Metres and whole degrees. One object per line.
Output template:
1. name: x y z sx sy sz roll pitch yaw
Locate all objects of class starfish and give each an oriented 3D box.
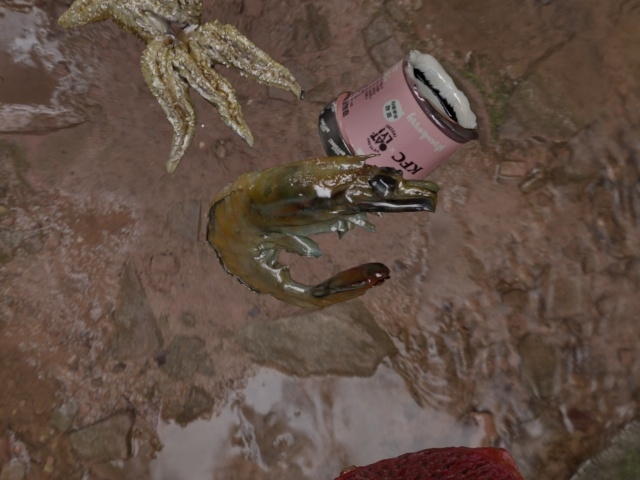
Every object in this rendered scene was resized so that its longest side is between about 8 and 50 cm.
1. starfish: -0.150 -0.248 0.979 0.301 0.084 0.294 -32 89 9

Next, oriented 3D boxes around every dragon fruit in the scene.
1. dragon fruit: 0.096 0.288 0.686 0.274 0.126 0.161 -17 97 28

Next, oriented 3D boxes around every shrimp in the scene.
1. shrimp: 0.000 0.001 0.737 0.253 0.058 0.173 -2 121 25

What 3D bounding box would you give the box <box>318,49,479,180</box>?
1. box: 0.096 -0.132 0.875 0.135 0.151 0.151 -34 104 32
